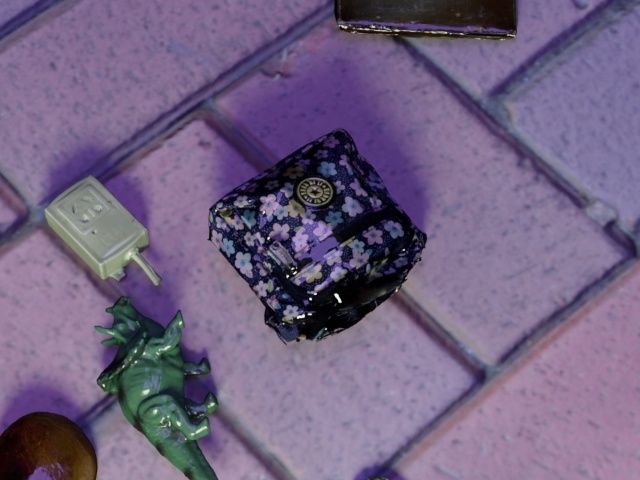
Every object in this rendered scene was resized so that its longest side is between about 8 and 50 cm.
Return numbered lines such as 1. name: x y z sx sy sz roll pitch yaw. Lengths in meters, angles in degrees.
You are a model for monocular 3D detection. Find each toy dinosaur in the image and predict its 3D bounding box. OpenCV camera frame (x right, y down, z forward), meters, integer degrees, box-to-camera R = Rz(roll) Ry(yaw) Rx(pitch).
1. toy dinosaur: -0.153 0.175 1.785 0.120 0.079 0.292 -36 64 -12

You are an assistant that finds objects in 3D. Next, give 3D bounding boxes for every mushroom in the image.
1. mushroom: -0.300 0.241 1.763 0.123 0.052 0.123 1 58 -2

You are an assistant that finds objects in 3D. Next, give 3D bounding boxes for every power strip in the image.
1. power strip: -0.245 -0.003 1.904 0.075 0.042 0.175 -40 68 -21

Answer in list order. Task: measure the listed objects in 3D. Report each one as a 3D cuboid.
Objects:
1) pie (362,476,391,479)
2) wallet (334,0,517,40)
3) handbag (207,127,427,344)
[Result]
1. pie: 0.063 0.292 1.747 0.084 0.021 0.084 0 61 1
2. wallet: 0.134 -0.303 2.078 0.232 0.031 0.121 3 56 0
3. handbag: 0.000 0.000 1.854 0.229 0.126 0.208 -29 63 -24
